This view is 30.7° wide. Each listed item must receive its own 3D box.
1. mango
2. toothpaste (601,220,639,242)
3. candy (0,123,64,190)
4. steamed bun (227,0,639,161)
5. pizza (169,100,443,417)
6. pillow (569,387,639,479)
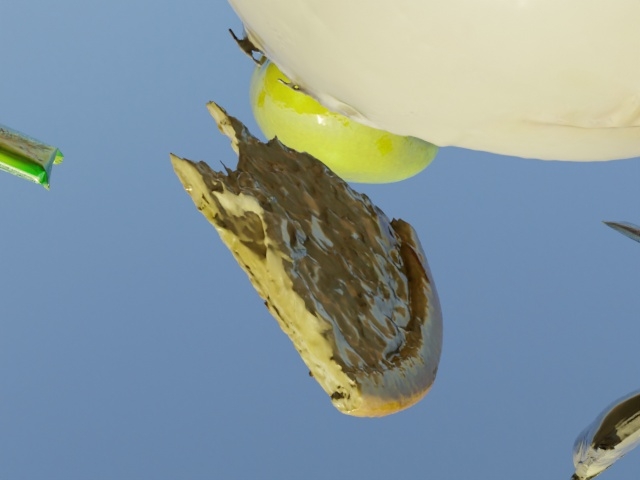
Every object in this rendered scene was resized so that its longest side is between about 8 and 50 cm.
[{"bbox_3d":[0.024,-0.143,1.319,0.185,0.273,0.149,11,-100,23],"label":"mango"},{"bbox_3d":[0.423,-0.010,1.560,0.037,0.021,0.140,1,-166,-15],"label":"toothpaste"},{"bbox_3d":[-0.407,-0.122,1.444,0.178,0.032,0.102,24,-158,-12],"label":"candy"},{"bbox_3d":[0.091,-0.200,0.421,0.309,0.309,0.309,-10,-131,11],"label":"steamed bun"},{"bbox_3d":[0.000,0.000,0.836,0.034,0.262,0.181,-41,178,37],"label":"pizza"},{"bbox_3d":[0.369,0.222,1.406,0.169,0.255,0.059,-30,-109,-6],"label":"pillow"}]
